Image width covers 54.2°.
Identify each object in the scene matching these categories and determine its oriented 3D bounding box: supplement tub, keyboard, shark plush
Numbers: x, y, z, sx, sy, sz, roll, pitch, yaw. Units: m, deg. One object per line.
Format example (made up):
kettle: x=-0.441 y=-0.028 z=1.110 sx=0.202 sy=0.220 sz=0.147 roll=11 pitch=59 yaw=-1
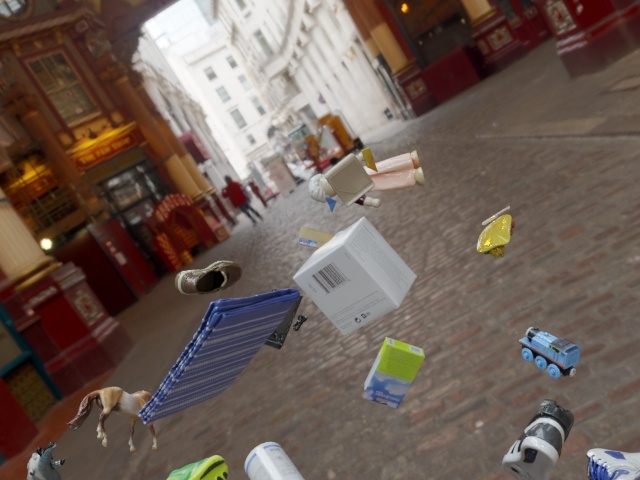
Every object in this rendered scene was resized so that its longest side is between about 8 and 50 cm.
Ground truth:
supplement tub: x=-0.068 y=0.375 z=0.981 sx=0.071 sy=0.071 sz=0.107 roll=-35 pitch=36 yaw=-13
keyboard: x=-0.088 y=0.187 z=1.477 sx=0.180 sy=0.108 sz=0.023 roll=-67 pitch=-10 yaw=-53
shark plush: x=-0.536 y=0.434 z=1.227 sx=0.073 sy=0.067 sz=0.161 roll=58 pitch=136 yaw=51

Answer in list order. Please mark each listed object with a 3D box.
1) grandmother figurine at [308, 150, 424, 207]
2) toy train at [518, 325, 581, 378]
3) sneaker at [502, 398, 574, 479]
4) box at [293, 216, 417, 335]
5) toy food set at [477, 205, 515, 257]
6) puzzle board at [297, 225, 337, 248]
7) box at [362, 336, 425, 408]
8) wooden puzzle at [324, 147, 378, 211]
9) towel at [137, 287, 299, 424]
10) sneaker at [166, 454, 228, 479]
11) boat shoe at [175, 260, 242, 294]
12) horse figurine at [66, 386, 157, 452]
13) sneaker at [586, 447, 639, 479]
grandmother figurine: x=0.130 y=-0.188 z=1.887 sx=0.342 sy=0.104 sz=0.208 roll=-12 pitch=46 yaw=3
toy train: x=0.656 y=0.317 z=1.795 sx=0.080 sy=0.105 sz=0.184 roll=-12 pitch=25 yaw=-28
sneaker: x=0.393 y=0.352 z=1.100 sx=0.121 sy=0.079 sz=0.217 roll=-51 pitch=-20 yaw=-25
box: x=0.073 y=0.080 z=1.345 sx=0.181 sy=0.182 sz=0.119 roll=-36 pitch=10 yaw=42
toy food set: x=0.560 y=-0.011 z=1.941 sx=0.128 sy=0.071 sz=0.218 roll=-39 pitch=11 yaw=34
puzzle board: x=0.000 y=0.000 z=1.828 sx=0.096 sy=0.128 sz=0.011 roll=-80 pitch=3 yaw=-58
box: x=0.191 y=0.351 z=1.652 sx=0.042 sy=0.108 sz=0.178 roll=-87 pitch=17 yaw=-66
wooden puzzle: x=0.053 y=-0.108 z=1.114 sx=0.116 sy=0.079 sz=0.014 roll=-32 pitch=13 yaw=-6
towel: x=-0.199 y=0.222 z=1.238 sx=0.243 sy=0.040 sz=0.336 roll=-7 pitch=-40 yaw=-54
sneaker: x=-0.386 y=0.689 z=1.702 sx=0.295 sy=0.110 sz=0.123 roll=-16 pitch=-9 yaw=-45
boat shoe: x=-0.318 y=0.122 z=1.910 sx=0.095 sy=0.095 sz=0.257 roll=4 pitch=13 yaw=35
horse figurine: x=-0.501 y=0.434 z=1.567 sx=0.066 sy=0.263 sz=0.175 roll=-33 pitch=50 yaw=23
sneaker: x=0.768 y=0.622 z=1.615 sx=0.182 sy=0.128 sz=0.315 roll=-9 pitch=-6 yaw=40
